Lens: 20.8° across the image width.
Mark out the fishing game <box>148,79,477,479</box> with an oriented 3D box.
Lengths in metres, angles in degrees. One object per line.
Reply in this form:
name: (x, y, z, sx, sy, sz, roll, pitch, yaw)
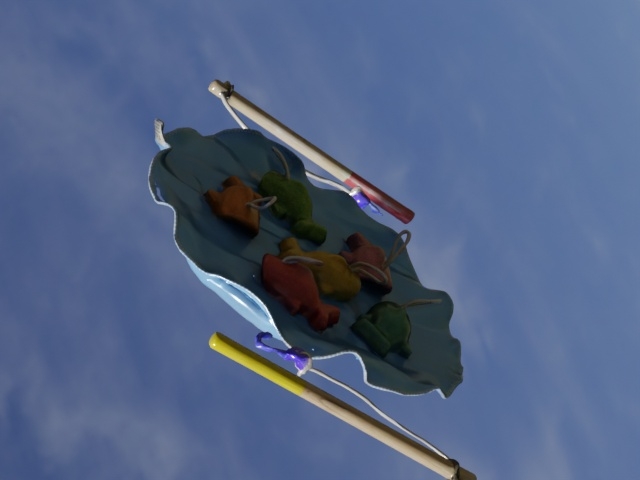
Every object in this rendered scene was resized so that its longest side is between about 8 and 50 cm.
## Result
fishing game: (0.000, 0.000, 0.825, 0.189, 0.041, 0.264, 33, -158, -16)
